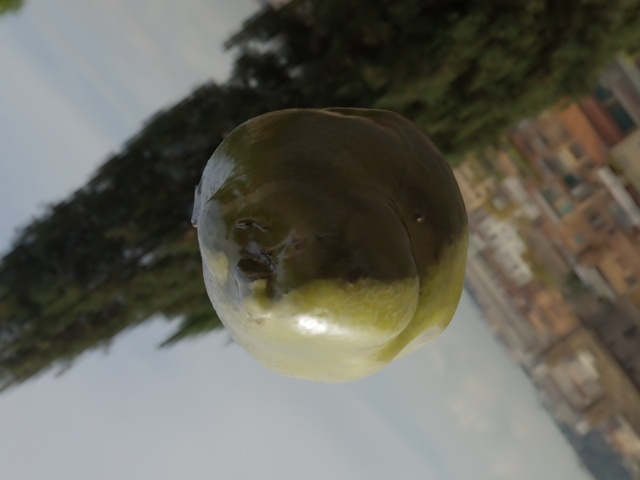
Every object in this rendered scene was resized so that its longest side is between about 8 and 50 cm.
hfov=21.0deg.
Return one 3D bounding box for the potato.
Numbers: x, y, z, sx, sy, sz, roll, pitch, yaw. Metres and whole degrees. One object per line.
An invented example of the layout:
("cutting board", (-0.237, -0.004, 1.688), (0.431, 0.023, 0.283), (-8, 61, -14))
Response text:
("potato", (0.004, 0.000, 1.310), (0.218, 0.202, 0.351), (62, -165, 2))
